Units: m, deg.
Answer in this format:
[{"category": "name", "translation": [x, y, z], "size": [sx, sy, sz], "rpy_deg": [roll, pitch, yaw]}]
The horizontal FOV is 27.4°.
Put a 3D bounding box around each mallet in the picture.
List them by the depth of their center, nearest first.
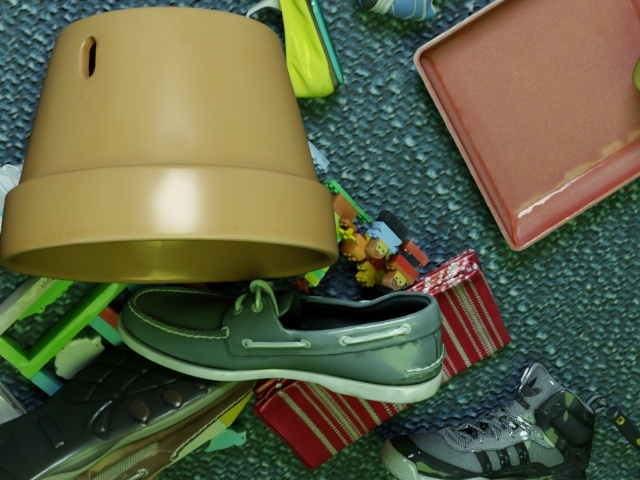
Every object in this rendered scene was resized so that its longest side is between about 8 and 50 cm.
[{"category": "mallet", "translation": [0.389, 0.238, 1.541], "size": [0.062, 0.039, 0.190], "rpy_deg": [-38, 130, -2]}]

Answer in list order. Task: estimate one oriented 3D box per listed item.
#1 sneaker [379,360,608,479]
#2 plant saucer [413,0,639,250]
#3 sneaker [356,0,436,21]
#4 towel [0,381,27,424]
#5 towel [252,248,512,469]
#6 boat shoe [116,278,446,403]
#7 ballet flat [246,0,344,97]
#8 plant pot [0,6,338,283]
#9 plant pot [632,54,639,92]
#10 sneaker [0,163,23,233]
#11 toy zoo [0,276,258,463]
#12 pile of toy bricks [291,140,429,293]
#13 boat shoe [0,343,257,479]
[{"category": "sneaker", "translation": [0.199, 0.208, 1.462], "size": [0.268, 0.101, 0.153], "rpy_deg": [11, 108, -26]}, {"category": "plant saucer", "translation": [0.249, -0.158, 1.352], "size": [0.259, 0.048, 0.258], "rpy_deg": [-33, 117, -3]}, {"category": "sneaker", "translation": [0.112, -0.304, 1.241], "size": [0.081, 0.080, 0.211], "rpy_deg": [19, 115, -29]}, {"category": "towel", "translation": [-0.339, 0.281, 1.356], "size": [0.187, 0.049, 0.282], "rpy_deg": [-35, 117, -1]}, {"category": "towel", "translation": [0.070, 0.135, 1.384], "size": [0.274, 0.031, 0.199], "rpy_deg": [-32, 145, -1]}, {"category": "boat shoe", "translation": [-0.037, 0.073, 1.247], "size": [0.319, 0.116, 0.099], "rpy_deg": [9, 121, 8]}, {"category": "ballet flat", "translation": [-0.037, -0.237, 1.224], "size": [0.077, 0.077, 0.231], "rpy_deg": [-11, 117, 6]}, {"category": "plant pot", "translation": [-0.133, -0.077, 1.147], "size": [0.290, 0.291, 0.204], "rpy_deg": [0, 81, -17]}, {"category": "plant pot", "translation": [0.358, -0.172, 1.305], "size": [0.081, 0.083, 0.081], "rpy_deg": [17, 106, -23]}, {"category": "sneaker", "translation": [-0.303, -0.048, 1.231], "size": [0.190, 0.071, 0.083], "rpy_deg": [35, 73, -23]}, {"category": "toy zoo", "translation": [-0.177, 0.118, 1.347], "size": [0.192, 0.030, 0.293], "rpy_deg": [-44, 117, 4]}, {"category": "pile of toy bricks", "translation": [0.000, 0.000, 1.292], "size": [0.212, 0.118, 0.105], "rpy_deg": [44, 71, -26]}, {"category": "boat shoe", "translation": [-0.212, 0.202, 1.293], "size": [0.324, 0.122, 0.120], "rpy_deg": [-27, 131, -9]}]
